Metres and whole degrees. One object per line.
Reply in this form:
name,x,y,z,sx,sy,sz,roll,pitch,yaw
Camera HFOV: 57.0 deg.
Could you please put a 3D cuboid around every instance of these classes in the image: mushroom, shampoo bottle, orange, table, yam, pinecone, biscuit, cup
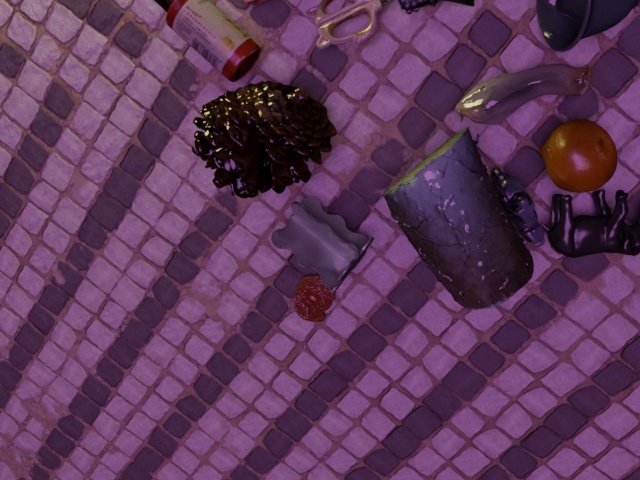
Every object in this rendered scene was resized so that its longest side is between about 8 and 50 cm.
mushroom,0.421,-0.310,1.233,0.277,0.099,0.096,-18,107,13
shampoo bottle,-0.270,-0.486,1.322,0.278,0.104,0.104,41,110,-2
orange,0.534,-0.172,1.225,0.154,0.155,0.134,45,152,-3
table,0.000,0.000,1.389,0.198,0.166,0.167,38,110,8
yam,0.296,-0.041,1.260,0.241,0.241,0.348,-28,102,18
pinecone,-0.130,-0.217,1.280,0.295,0.298,0.242,-14,99,30
biscuit,-0.017,0.146,1.500,0.102,0.019,0.131,20,110,6
cup,0.528,-0.476,1.129,0.149,0.199,0.199,-10,104,-3

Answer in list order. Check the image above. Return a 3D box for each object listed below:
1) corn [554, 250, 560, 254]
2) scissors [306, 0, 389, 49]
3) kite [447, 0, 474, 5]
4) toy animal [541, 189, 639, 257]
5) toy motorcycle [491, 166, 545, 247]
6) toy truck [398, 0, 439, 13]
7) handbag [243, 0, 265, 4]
corn,0.539,-0.006,1.331,0.028,0.027,0.083,-11,102,-2
scissors,0.125,-0.511,1.246,0.317,0.024,0.160,-20,75,15
kite,0.275,-0.510,1.139,0.189,0.232,0.009,-17,78,11
toy animal,0.605,-0.035,1.270,0.244,0.114,0.146,-4,96,19
toy motorcycle,0.432,-0.073,1.282,0.061,0.124,0.193,-28,96,5
toy truck,0.207,-0.513,1.247,0.083,0.039,0.044,-11,90,17
handbag,-0.097,-0.620,1.270,0.212,0.059,0.157,-17,103,15
